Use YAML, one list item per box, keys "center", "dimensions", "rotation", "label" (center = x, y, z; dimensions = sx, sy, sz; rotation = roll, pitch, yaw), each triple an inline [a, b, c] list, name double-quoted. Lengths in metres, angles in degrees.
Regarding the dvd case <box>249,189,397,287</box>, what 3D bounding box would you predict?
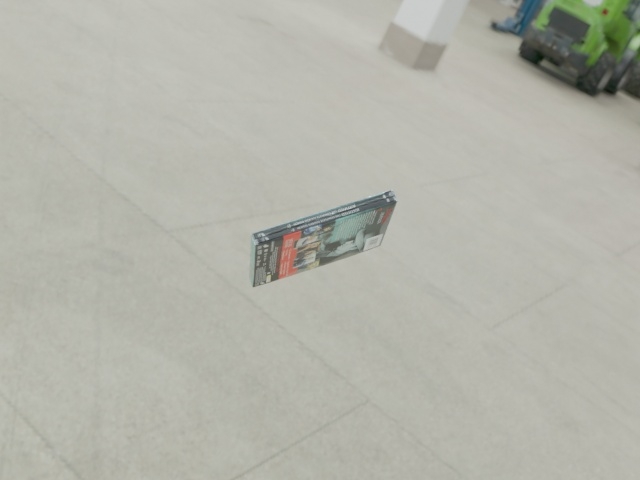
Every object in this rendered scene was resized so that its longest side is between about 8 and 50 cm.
- center: [0.000, 0.000, 0.684]
  dimensions: [0.119, 0.087, 0.013]
  rotation: [-17, 68, -13]
  label: "dvd case"
